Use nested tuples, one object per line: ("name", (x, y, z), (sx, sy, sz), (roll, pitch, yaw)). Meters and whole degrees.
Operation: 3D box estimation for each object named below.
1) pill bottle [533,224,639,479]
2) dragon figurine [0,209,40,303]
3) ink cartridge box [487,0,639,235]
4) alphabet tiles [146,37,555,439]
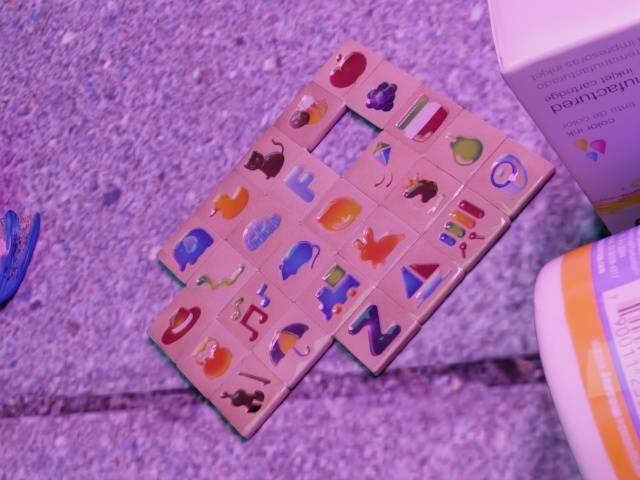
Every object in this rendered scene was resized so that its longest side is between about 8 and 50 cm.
("pill bottle", (0.239, 0.033, 0.519), (0.272, 0.152, 0.152), (-22, 53, 19))
("dragon figurine", (-0.259, -0.002, 0.898), (0.144, 0.085, 0.289), (13, 75, 35))
("ink cartridge box", (0.184, -0.080, 0.583), (0.154, 0.212, 0.093), (-17, 58, 22))
("alphabet tiles", (0.000, 0.000, 0.786), (0.237, 0.009, 0.198), (-49, 49, -2))
